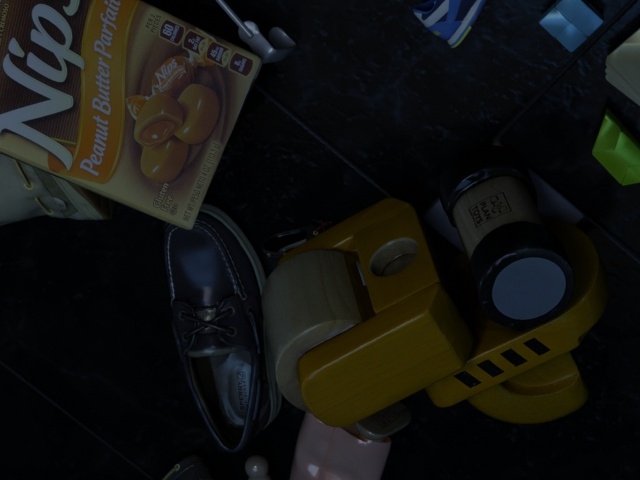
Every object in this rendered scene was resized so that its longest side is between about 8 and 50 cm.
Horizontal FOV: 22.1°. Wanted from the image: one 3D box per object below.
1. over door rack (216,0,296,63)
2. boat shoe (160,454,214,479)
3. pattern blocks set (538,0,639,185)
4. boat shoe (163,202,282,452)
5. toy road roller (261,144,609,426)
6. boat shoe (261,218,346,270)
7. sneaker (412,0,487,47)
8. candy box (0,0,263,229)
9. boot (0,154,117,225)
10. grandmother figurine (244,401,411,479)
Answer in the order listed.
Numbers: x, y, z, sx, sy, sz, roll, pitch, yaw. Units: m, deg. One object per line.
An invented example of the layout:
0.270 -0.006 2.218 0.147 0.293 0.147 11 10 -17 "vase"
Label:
-0.081 -0.341 1.523 0.324 0.108 0.239 43 119 -11 "over door rack"
-0.187 0.341 1.927 0.081 0.069 0.228 9 134 -38 "boat shoe"
0.380 -0.156 1.558 0.285 0.026 0.325 -33 106 25 "pattern blocks set"
-0.108 0.099 1.765 0.103 0.092 0.285 -4 116 14 "boat shoe"
0.128 0.088 1.628 0.329 0.202 0.240 -26 123 8 "toy road roller"
0.000 0.001 1.715 0.133 0.049 0.042 -18 120 25 "boat shoe"
0.139 -0.252 1.550 0.059 0.053 0.144 30 118 -1 "sneaker"
-0.235 -0.152 1.539 0.316 0.087 0.183 23 87 -25 "candy box"
-0.350 -0.098 1.685 0.203 0.095 0.262 -8 145 20 "boot"
0.005 0.314 1.855 0.208 0.104 0.342 36 126 25 "grandmother figurine"
